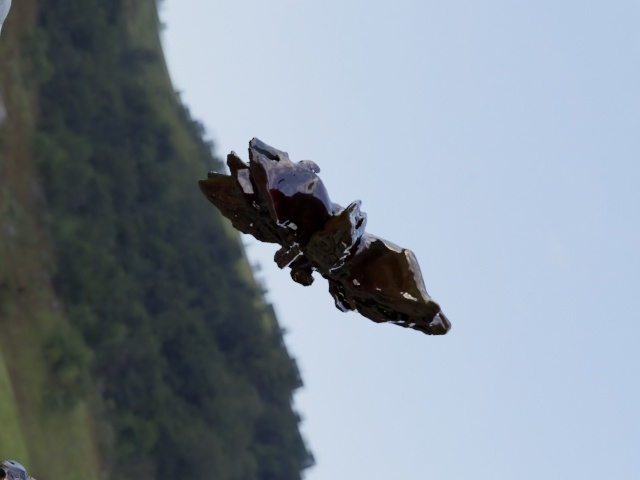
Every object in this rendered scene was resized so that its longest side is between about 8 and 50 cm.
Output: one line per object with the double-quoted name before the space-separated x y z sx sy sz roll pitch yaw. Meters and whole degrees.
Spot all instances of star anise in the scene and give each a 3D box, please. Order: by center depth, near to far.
"star anise" -0.001 -0.001 1.393 0.288 0.088 0.288 39 -11 10

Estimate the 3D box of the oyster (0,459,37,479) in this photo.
"oyster" -0.198 0.210 1.195 0.132 0.029 0.086 33 -2 -32

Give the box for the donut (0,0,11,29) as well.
"donut" -0.337 -0.120 0.565 0.449 0.448 0.198 100 -15 -54
